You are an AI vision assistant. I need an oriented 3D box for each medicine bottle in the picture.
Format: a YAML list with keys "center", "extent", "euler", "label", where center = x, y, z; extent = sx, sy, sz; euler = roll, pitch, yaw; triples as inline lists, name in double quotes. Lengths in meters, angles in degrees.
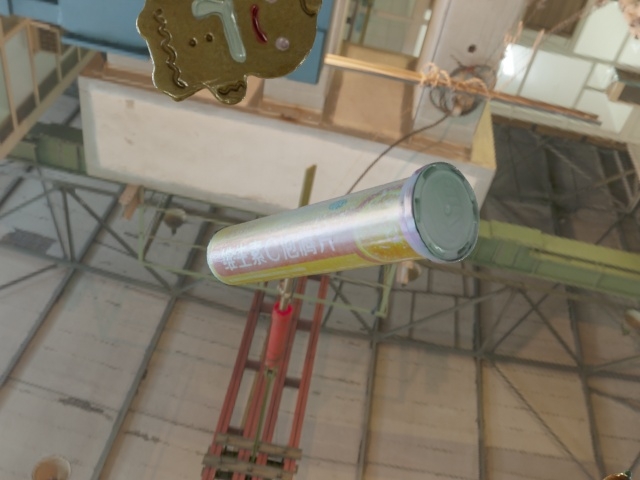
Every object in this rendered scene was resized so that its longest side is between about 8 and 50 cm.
- center: [0.000, 0.000, 0.860]
  extent: [0.108, 0.426, 0.108]
  euler: [8, -104, -38]
  label: "medicine bottle"

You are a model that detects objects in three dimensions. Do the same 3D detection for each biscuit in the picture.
- center: [-0.114, -0.278, 0.894]
  extent: [0.248, 0.184, 0.035]
  euler: [-15, -162, -8]
  label: "biscuit"

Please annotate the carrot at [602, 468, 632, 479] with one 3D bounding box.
- center: [0.321, 0.313, 0.773]
  extent: [0.142, 0.035, 0.035]
  euler: [-32, -122, -28]
  label: "carrot"
